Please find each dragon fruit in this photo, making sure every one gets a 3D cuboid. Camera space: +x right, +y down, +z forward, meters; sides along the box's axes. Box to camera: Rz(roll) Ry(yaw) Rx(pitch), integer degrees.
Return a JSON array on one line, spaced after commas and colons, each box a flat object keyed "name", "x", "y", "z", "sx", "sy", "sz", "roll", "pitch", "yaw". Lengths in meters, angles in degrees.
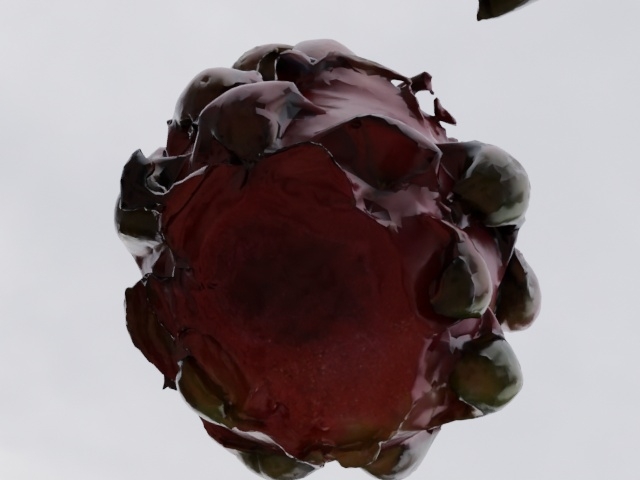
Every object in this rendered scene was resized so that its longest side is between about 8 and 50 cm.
[{"name": "dragon fruit", "x": 0.001, "y": -0.007, "z": 1.064, "sx": 0.243, "sy": 0.227, "sz": 0.307, "roll": 95, "pitch": -12, "yaw": -65}]

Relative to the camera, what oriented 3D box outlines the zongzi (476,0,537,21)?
[{"name": "zongzi", "x": 0.105, "y": -0.243, "z": 0.759, "sx": 0.317, "sy": 0.289, "sz": 0.154, "roll": -32, "pitch": -148, "yaw": 28}]
